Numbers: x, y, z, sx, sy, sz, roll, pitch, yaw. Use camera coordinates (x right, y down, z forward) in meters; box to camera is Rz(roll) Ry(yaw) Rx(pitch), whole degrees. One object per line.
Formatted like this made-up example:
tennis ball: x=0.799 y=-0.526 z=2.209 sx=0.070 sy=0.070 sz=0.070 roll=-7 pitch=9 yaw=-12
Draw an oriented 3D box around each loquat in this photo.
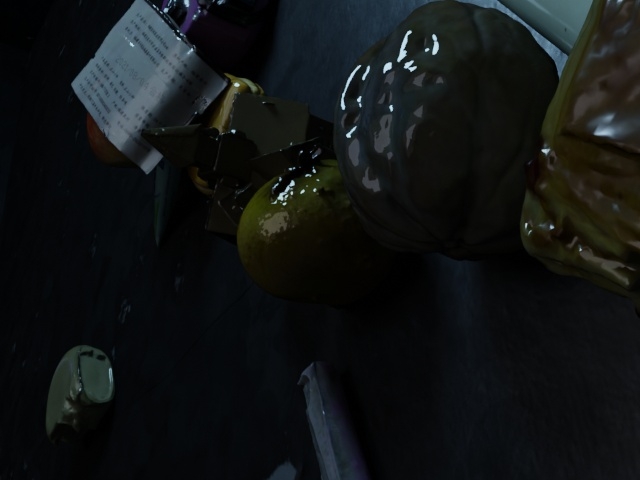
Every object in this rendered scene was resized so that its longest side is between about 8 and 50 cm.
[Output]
loquat: x=0.000 y=0.000 z=0.865 sx=0.172 sy=0.204 sz=0.149 roll=-15 pitch=44 yaw=6

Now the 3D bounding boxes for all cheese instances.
cheese: x=-0.467 y=0.305 z=1.557 sx=0.202 sy=0.091 sz=0.175 roll=-59 pitch=34 yaw=27

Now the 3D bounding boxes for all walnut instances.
walnut: x=0.112 y=-0.092 z=0.687 sx=0.224 sy=0.224 sz=0.224 roll=-33 pitch=49 yaw=48

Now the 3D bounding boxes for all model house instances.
model house: x=-0.092 y=-0.094 z=0.968 sx=0.176 sy=0.248 sz=0.180 roll=-6 pitch=72 yaw=58

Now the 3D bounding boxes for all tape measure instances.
tape measure: x=-0.184 y=-0.419 z=1.374 sx=0.232 sy=0.149 sz=0.245 roll=-28 pitch=54 yaw=48

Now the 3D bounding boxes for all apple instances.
apple: x=-0.305 y=-0.210 z=1.423 sx=0.209 sy=0.210 sz=0.164 roll=-5 pitch=87 yaw=58

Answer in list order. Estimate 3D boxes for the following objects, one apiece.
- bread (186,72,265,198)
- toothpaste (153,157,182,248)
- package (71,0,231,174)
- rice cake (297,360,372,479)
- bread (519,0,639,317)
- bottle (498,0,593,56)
bread: x=-0.158 y=-0.167 z=1.294 sx=0.116 sy=0.077 sz=0.200 roll=38 pitch=109 yaw=50
toothpaste: x=-0.269 y=-0.090 z=1.400 sx=0.297 sy=0.048 sz=0.074 roll=116 pitch=156 yaw=-56
package: x=-0.282 y=-0.256 z=1.279 sx=0.204 sy=0.062 sz=0.251 roll=-47 pitch=66 yaw=6
rice cake: x=0.026 y=0.232 z=0.813 sx=0.269 sy=0.049 sz=0.055 roll=-110 pitch=24 yaw=-46
bread: x=0.293 y=-0.106 z=0.398 sx=0.314 sy=0.192 sz=0.369 roll=29 pitch=110 yaw=49
bottle: x=0.222 y=-0.192 z=0.636 sx=0.104 sy=0.104 sz=0.245 roll=-58 pitch=33 yaw=25
